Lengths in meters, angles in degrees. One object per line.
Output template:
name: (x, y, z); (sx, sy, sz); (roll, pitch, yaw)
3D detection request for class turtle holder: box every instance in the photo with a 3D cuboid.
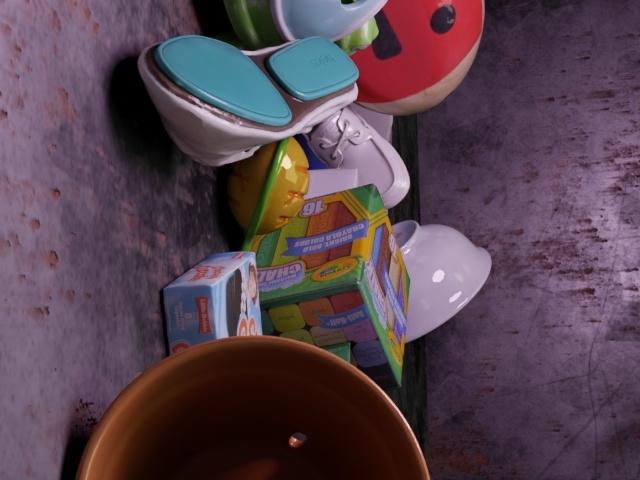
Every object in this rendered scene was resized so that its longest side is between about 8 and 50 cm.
turtle holder: (-0.020, -0.329, 1.434); (0.243, 0.228, 0.320); (-79, 162, -52)

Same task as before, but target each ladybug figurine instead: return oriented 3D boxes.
ladybug figurine: (0.076, -0.352, 1.690); (0.449, 0.305, 0.162); (57, 21, -36)

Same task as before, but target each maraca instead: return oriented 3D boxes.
maraca: (-0.071, -0.055, 1.464); (0.127, 0.099, 0.185); (-72, -177, -54)

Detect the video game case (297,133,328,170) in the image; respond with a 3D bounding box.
video game case: (0.021, -0.078, 1.988); (0.244, 0.061, 0.269); (14, 71, -78)

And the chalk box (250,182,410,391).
chalk box: (0.002, 0.090, 1.508); (0.289, 0.180, 0.179); (-78, 151, -55)

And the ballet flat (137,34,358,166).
ballet flat: (-0.084, -0.141, 1.266); (0.400, 0.139, 0.139); (-23, 111, -62)

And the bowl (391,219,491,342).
bowl: (0.153, 0.057, 2.153); (0.134, 0.298, 0.298); (55, 22, -18)

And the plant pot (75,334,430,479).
plant pot: (-0.062, 0.249, 1.027); (0.203, 0.291, 0.290); (105, -13, -68)

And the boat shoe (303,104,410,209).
boat shoe: (0.025, -0.155, 1.765); (0.277, 0.098, 0.096); (49, 8, 30)

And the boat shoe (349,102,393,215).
boat shoe: (0.075, -0.183, 2.219); (0.158, 0.127, 0.340); (-85, 176, -64)

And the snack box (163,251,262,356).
snack box: (-0.105, 0.186, 1.301); (0.187, 0.060, 0.321); (-46, 132, -76)

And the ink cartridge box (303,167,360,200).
ink cartridge box: (0.000, 0.000, 1.714); (0.128, 0.127, 0.176); (-80, 162, -47)

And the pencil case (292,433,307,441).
pencil case: (-0.004, 0.288, 1.659); (0.124, 0.124, 0.284); (-74, 159, -58)
